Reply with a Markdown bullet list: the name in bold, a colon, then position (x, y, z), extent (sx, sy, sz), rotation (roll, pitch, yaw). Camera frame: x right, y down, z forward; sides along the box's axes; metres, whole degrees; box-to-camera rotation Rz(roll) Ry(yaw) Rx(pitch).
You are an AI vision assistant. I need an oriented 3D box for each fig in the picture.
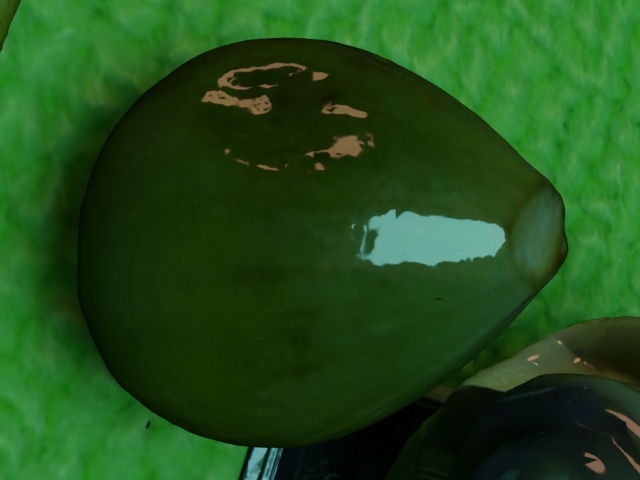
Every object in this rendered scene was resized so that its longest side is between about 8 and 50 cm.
- **fig**: position (-0.005, -0.008, 0.664), extent (0.207, 0.230, 0.207), rotation (41, 28, -28)

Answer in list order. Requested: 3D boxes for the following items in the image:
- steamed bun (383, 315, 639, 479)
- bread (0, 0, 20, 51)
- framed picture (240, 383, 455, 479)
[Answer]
- **steamed bun**: position (0.171, 0.174, 0.720), extent (0.394, 0.346, 0.237), rotation (-43, 125, -4)
- **bread**: position (-0.238, -0.134, 0.548), extent (0.245, 0.102, 0.094), rotation (33, 73, -35)
- **framed picture**: position (0.026, 0.228, 0.833), extent (0.232, 0.019, 0.296), rotation (22, 81, -37)
